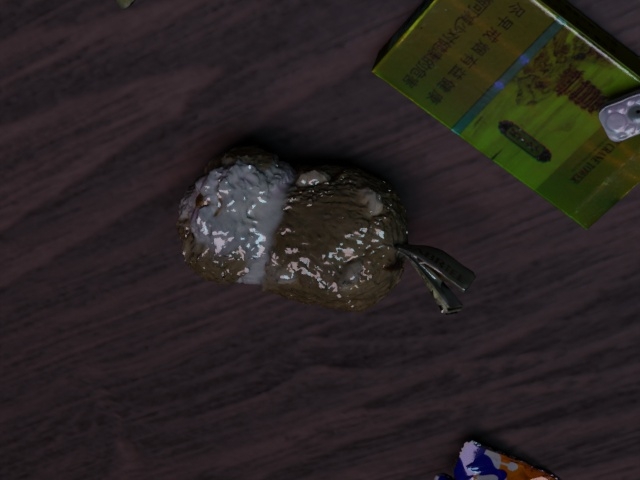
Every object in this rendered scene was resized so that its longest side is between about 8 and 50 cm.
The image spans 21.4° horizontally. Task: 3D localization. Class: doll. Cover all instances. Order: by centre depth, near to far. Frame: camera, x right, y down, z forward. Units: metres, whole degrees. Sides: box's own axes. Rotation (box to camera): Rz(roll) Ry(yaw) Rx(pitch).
[{"bbox_3d":[0.005,-0.005,1.221,0.221,0.105,0.115,9,165,10],"label":"doll"}]

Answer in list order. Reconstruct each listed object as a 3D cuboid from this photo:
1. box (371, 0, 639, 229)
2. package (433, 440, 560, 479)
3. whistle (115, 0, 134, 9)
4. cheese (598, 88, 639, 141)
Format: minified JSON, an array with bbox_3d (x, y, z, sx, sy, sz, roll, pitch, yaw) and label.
[{"bbox_3d":[0.147,-0.103,1.152,0.193,0.030,0.121,35,128,-11],"label":"box"},{"bbox_3d":[0.145,0.204,1.386,0.111,0.033,0.077,30,106,-24],"label":"package"},{"bbox_3d":[-0.231,-0.282,1.114,0.326,0.057,0.068,43,126,-16],"label":"whistle"},{"bbox_3d":[0.271,-0.110,1.088,0.192,0.037,0.097,-22,117,18],"label":"cheese"}]
